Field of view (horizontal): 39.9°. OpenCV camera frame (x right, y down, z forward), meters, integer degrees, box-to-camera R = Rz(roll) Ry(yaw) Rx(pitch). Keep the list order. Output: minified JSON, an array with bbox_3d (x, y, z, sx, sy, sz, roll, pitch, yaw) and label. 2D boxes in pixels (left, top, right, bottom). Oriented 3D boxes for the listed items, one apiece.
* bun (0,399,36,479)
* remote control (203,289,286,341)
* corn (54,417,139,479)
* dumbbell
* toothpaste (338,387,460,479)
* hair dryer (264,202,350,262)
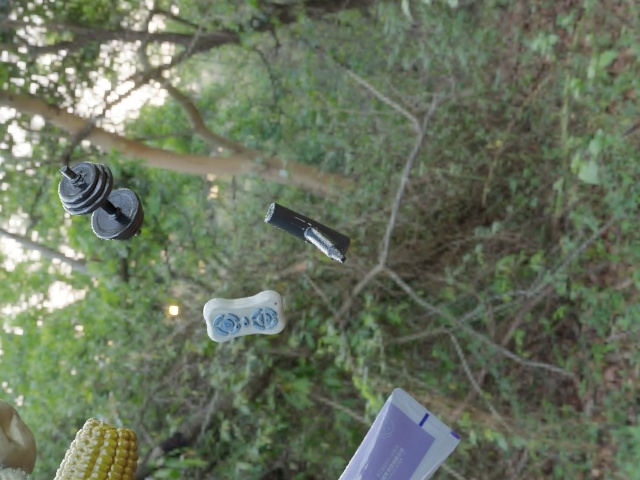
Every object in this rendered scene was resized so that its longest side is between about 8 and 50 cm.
[{"bbox_3d":[-0.808,0.459,1.920,0.360,0.359,0.211,102,150,-61],"label":"bun"},{"bbox_3d":[-0.115,0.117,1.348,0.032,0.122,0.074,-103,3,-60],"label":"remote control"},{"bbox_3d":[-0.276,0.349,0.978,0.106,0.106,0.305,102,178,-62],"label":"corn"},{"bbox_3d":[-0.362,-0.063,1.469,0.208,0.099,0.099,50,-141,-51],"label":"dumbbell"},{"bbox_3d":[0.055,0.395,1.275,0.371,0.125,0.080,-51,-2,-15],"label":"toothpaste"},{"bbox_3d":[-0.012,-0.004,1.658,0.050,0.173,0.195,-65,15,7],"label":"hair dryer"}]
